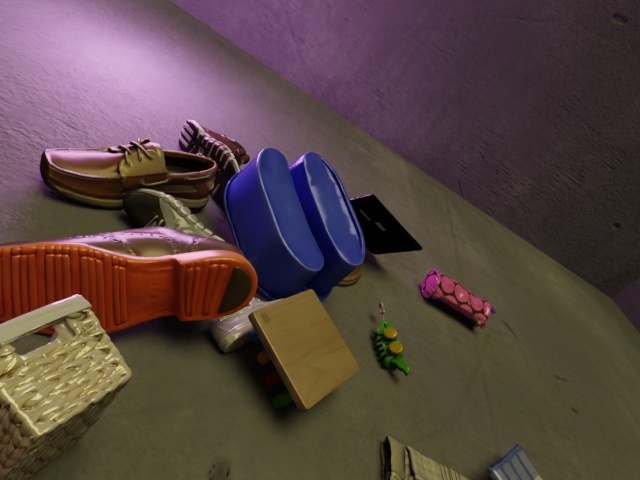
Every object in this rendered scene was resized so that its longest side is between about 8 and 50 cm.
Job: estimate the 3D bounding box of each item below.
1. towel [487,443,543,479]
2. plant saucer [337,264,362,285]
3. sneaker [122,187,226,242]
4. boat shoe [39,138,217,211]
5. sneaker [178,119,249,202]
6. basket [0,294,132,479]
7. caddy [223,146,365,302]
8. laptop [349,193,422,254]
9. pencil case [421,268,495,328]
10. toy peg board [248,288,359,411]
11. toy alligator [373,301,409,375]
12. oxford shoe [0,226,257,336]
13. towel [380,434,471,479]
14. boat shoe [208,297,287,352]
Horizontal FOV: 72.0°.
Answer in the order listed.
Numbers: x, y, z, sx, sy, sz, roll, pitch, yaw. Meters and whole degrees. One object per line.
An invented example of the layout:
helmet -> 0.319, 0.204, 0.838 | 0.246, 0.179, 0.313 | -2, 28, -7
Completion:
towel -> 0.399, 0.510, 0.752 | 0.209, 0.034, 0.285 | 16, 37, -54
plant saucer -> 0.000, 0.000, 1.117 | 0.277, 0.041, 0.278 | 28, 29, -18
sneaker -> -0.259, 0.005, 0.755 | 0.228, 0.086, 0.132 | 34, 30, -8
boat shoe -> -0.341, -0.139, 0.835 | 0.323, 0.120, 0.123 | -1, 45, -51
sneaker -> -0.219, -0.192, 1.086 | 0.162, 0.106, 0.281 | 4, 42, -52
basket -> -0.276, 0.152, 0.423 | 0.103, 0.167, 0.113 | 48, 29, 6
caddy -> -0.064, -0.029, 0.925 | 0.241, 0.179, 0.342 | -4, 65, -41
laptop -> 0.129, -0.079, 1.215 | 0.234, 0.264, 0.137 | 41, 59, -31
pencil case -> 0.391, 0.171, 1.268 | 0.209, 0.095, 0.098 | 30, 44, -10
toy peg board -> -0.042, 0.182, 0.717 | 0.161, 0.079, 0.161 | -12, 66, -57
toy alligator -> 0.137, 0.211, 0.945 | 0.051, 0.056, 0.190 | -13, 42, -4
oxford shoe -> -0.280, 0.045, 0.619 | 0.363, 0.130, 0.133 | 5, 23, -28
towel -> 0.228, 0.474, 0.637 | 0.324, 0.056, 0.312 | 30, 28, -12
boat shoe -> -0.116, 0.130, 0.761 | 0.063, 0.066, 0.184 | 47, 38, 15
